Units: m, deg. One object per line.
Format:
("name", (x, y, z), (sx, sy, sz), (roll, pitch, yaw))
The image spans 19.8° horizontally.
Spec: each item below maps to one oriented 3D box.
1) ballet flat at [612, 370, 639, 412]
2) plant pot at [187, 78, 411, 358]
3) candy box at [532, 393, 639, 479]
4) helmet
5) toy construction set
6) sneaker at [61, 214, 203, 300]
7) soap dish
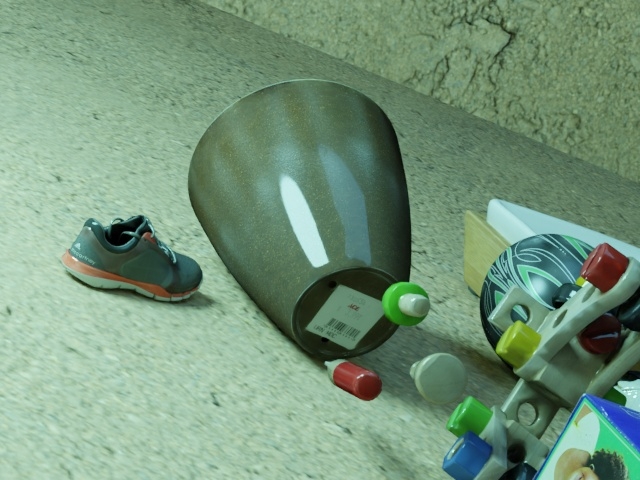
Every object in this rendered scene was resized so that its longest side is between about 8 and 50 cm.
("ballet flat", (0.320, 0.170, 1.870), (0.074, 0.074, 0.203), (24, 7, -3))
("plant pot", (0.000, 0.000, 1.724), (0.215, 0.215, 0.230), (18, 30, -27))
("candy box", (0.326, 0.256, 1.272), (0.268, 0.122, 0.317), (20, 13, -26))
("helmet", (0.245, 0.073, 1.909), (0.161, 0.169, 0.169), (41, 13, -2))
("toy construction set", (0.155, 0.120, 1.541), (0.308, 0.257, 0.237), (11, -1, -11))
("sneaker", (-0.156, 0.011, 1.629), (0.061, 0.065, 0.158), (34, 16, 35))
("soap dish", (0.322, 0.069, 2.154), (0.290, 0.118, 0.229), (18, 15, -27))
